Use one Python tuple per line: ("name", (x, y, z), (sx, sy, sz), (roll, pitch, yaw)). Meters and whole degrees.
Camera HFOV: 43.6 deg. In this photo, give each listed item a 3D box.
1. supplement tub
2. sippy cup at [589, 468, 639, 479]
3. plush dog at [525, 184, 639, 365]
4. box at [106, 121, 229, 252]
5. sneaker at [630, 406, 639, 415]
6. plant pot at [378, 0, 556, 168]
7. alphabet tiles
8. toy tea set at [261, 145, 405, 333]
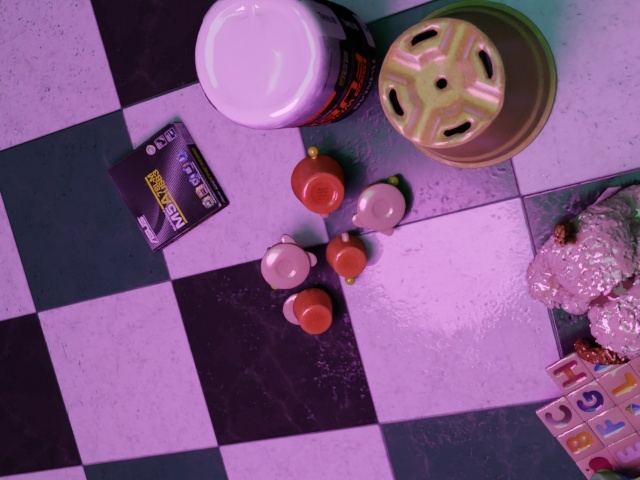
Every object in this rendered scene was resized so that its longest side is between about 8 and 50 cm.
("supplement tub", (-0.034, -0.281, 1.257), (0.207, 0.338, 0.207), (4, 101, 20))
("sippy cup", (0.552, 0.471, 1.233), (0.224, 0.305, 0.240), (-5, 73, 5))
("plush dog", (0.444, 0.063, 1.192), (0.262, 0.210, 0.225), (-41, 71, 21))
("box", (-0.297, -0.103, 1.549), (0.184, 0.045, 0.190), (-31, 87, 20))
("sneaker", (0.502, 0.262, 1.311), (0.098, 0.038, 0.069), (16, 104, 18))
("plant pot", (0.207, -0.237, 1.219), (0.276, 0.254, 0.276), (4, 101, 21))
("alphabet tiles", (0.537, 0.256, 1.275), (0.342, 0.011, 0.285), (-35, 99, 21))
("toy tea set", (0.000, 0.000, 1.439), (0.200, 0.124, 0.336), (24, 106, -16))
